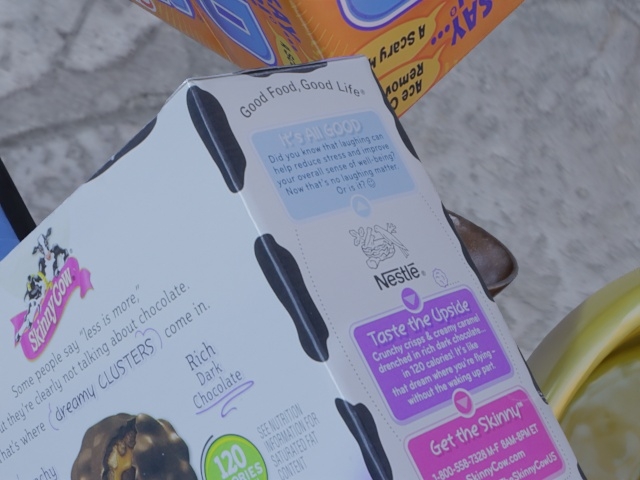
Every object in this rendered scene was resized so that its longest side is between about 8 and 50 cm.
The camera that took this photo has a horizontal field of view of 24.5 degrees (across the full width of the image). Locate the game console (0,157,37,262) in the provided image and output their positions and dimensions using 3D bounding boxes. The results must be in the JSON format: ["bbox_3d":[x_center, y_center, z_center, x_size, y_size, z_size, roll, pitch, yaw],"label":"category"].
[{"bbox_3d":[-0.393,-0.050,1.146,0.060,0.342,0.386,-43,68,31],"label":"game console"}]

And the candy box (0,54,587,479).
[{"bbox_3d":[-0.015,0.075,0.403,0.165,0.070,0.196,-36,77,42],"label":"candy box"}]

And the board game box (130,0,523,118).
[{"bbox_3d":[-0.011,-0.362,1.061,0.356,0.356,0.356,-44,43,-11],"label":"board game box"}]

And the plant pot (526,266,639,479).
[{"bbox_3d":[0.191,0.127,0.697,0.254,0.239,0.254,0,88,-1],"label":"plant pot"}]

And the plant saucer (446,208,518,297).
[{"bbox_3d":[0.000,0.000,0.633,0.168,0.168,0.029,22,107,18],"label":"plant saucer"}]
